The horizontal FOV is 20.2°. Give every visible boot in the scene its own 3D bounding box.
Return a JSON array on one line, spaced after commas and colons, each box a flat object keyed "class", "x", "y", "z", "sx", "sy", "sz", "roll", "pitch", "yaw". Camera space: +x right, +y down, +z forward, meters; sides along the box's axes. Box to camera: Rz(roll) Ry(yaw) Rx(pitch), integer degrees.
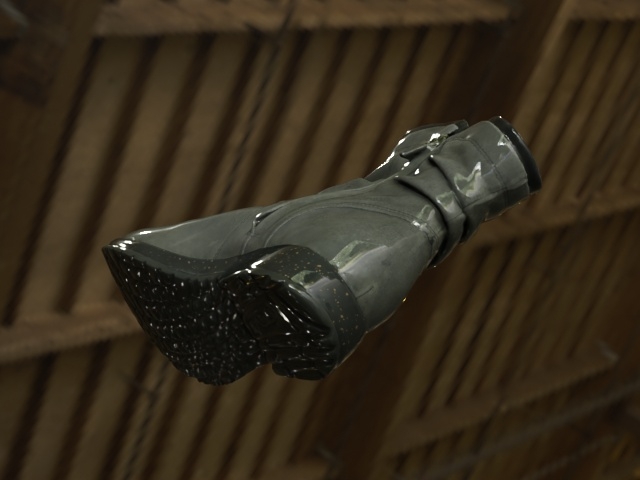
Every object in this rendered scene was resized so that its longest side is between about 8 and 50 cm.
[{"class": "boot", "x": 0.000, "y": 0.000, "z": 0.935, "sx": 0.161, "sy": 0.246, "sz": 0.083, "roll": -37, "pitch": -70, "yaw": -26}]
